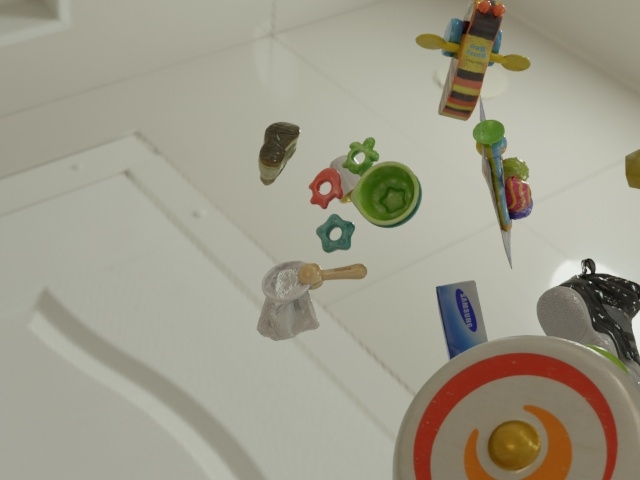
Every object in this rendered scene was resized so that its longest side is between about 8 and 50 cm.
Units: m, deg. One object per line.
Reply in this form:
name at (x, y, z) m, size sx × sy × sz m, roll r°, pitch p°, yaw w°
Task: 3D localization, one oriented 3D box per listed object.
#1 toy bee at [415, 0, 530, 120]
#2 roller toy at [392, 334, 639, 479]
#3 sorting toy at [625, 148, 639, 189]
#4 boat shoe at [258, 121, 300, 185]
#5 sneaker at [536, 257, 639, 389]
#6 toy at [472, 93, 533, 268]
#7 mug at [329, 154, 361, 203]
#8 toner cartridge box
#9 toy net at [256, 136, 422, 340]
toy bee at (0.264, -0.362, 1.823) m, size 0.162 × 0.195 × 0.298 m, roll -131°, pitch -148°, yaw -84°
roller toy at (0.157, 0.174, 0.758) m, size 0.146 × 0.191 × 0.209 m, roll 53°, pitch 15°, yaw -49°
sorting toy at (0.431, -0.062, 1.046) m, size 0.307 × 0.229 × 0.041 m, roll 21°, pitch -34°, yaw 48°
boat shoe at (-0.070, -0.146, 1.703) m, size 0.056 × 0.153 × 0.048 m, roll 13°, pitch -55°, yaw 1°
sneaker at (0.428, 0.150, 1.486) m, size 0.268 × 0.153 × 0.101 m, roll 55°, pitch -39°, yaw -5°
toy at (0.264, -0.081, 1.454) m, size 0.237 × 0.056 × 0.136 m, roll 57°, pitch 29°, yaw -50°
mug at (0.040, -0.098, 1.667) m, size 0.078 × 0.062 × 0.064 m, roll -45°, pitch -113°, yaw 48°
toner cartridge box at (0.278, 0.260, 1.877) m, size 0.165 × 0.075 × 0.347 m, roll 69°, pitch 11°, yaw -71°
toy net at (0.000, 0.000, 1.080) m, size 0.122 × 0.232 × 0.045 m, roll 44°, pitch 4°, yaw 24°
